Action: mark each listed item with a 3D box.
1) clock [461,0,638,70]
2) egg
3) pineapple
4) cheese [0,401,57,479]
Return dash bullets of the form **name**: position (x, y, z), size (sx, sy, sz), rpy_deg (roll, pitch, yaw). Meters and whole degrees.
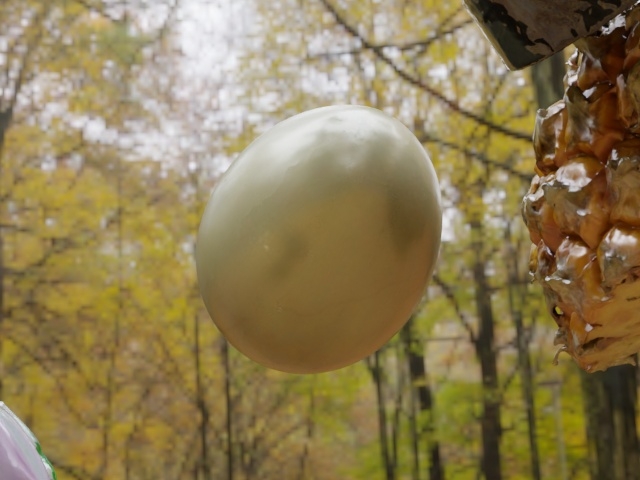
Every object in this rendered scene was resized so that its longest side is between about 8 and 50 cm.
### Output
- **clock**: position (0.224, -0.234, 0.868), size (0.319, 0.066, 0.319), rpy_deg (-40, 7, 6)
- **egg**: position (0.000, 0.000, 1.078), size (0.186, 0.186, 0.242), rpy_deg (5, -40, -27)
- **pineapple**: position (0.233, -0.114, 0.950), size (0.344, 0.286, 0.209), rpy_deg (-33, -31, 10)
- **cheese**: position (-0.242, 0.097, 0.740), size (0.204, 0.320, 0.083), rpy_deg (7, -47, -46)
